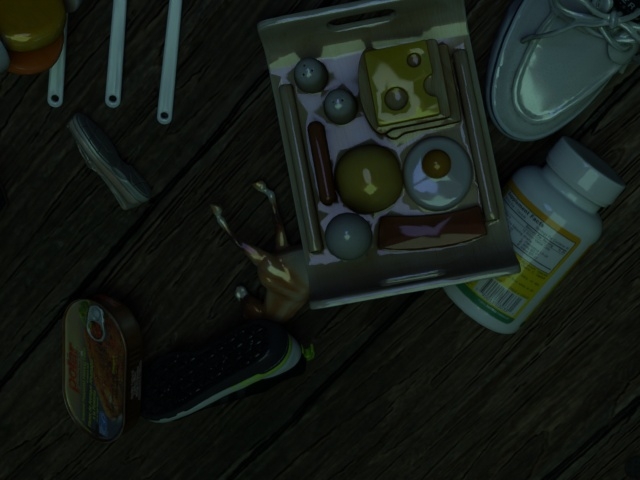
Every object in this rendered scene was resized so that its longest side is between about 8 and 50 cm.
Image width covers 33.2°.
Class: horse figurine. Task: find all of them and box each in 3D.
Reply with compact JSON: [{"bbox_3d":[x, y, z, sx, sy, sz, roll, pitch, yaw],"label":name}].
[{"bbox_3d":[0.000,0.000,1.216,0.263,0.066,0.174,-19,106,12],"label":"horse figurine"}]

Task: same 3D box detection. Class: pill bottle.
[{"bbox_3d":[0.234,-0.008,1.181,0.118,0.117,0.208,32,111,-13],"label":"pill bottle"}]

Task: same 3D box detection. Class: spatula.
[{"bbox_3d":[-0.216,-0.247,1.134,0.168,0.019,0.242,7,115,-9],"label":"spatula"}]

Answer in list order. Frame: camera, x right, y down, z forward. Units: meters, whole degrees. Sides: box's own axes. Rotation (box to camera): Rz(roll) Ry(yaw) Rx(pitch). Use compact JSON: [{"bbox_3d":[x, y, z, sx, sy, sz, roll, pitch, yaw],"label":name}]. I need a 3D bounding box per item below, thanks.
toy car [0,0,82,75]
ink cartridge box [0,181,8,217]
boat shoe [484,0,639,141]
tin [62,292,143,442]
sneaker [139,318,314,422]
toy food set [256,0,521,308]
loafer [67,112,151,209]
[{"bbox_3d":[-0.334,-0.239,1.077,0.182,0.159,0.136,40,155,6],"label":"toy car"},{"bbox_3d":[-0.478,-0.015,1.143,0.235,0.193,0.088,-10,114,4],"label":"ink cartridge box"},{"bbox_3d":[0.296,-0.238,1.053,0.136,0.156,0.367,33,110,-13],"label":"boat shoe"},{"bbox_3d":[-0.260,0.151,1.278,0.106,0.040,0.189,20,118,26],"label":"tin"},{"bbox_3d":[-0.113,0.171,1.284,0.235,0.084,0.097,-23,143,25],"label":"sneaker"},{"bbox_3d":[0.068,-0.097,1.104,0.220,0.092,0.306,-11,87,5],"label":"toy food set"},{"bbox_3d":[-0.242,-0.084,1.193,0.039,0.045,0.125,-31,113,21],"label":"loafer"}]
